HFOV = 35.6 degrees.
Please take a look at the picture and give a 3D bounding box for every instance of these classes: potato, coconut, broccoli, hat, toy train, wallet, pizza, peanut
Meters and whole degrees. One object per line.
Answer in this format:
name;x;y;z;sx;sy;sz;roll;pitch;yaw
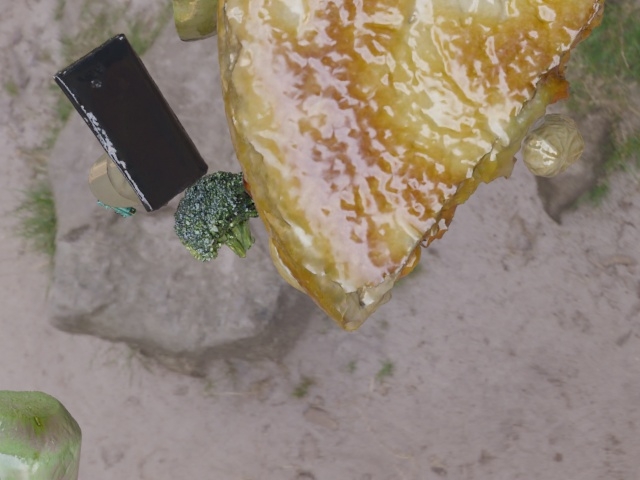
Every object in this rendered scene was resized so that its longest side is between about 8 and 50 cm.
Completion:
potato;-0.092;-0.230;0.947;0.081;0.149;0.120;7;127;1
coconut;-0.499;0.366;1.634;0.204;0.236;0.236;20;89;17
broccoli;-0.202;-0.049;2.036;0.198;0.176;0.226;-33;55;17
hat;-0.407;-0.138;1.950;0.173;0.144;0.166;-10;79;18
toy train;-0.436;-0.077;2.141;0.045;0.092;0.029;-8;60;49
wallet;-0.310;-0.194;1.678;0.146;0.285;0.030;-42;20;-27
pizza;0.052;-0.116;0.584;0.226;0.086;0.336;-2;84;2
peanut;0.367;-0.155;1.569;0.093;0.194;0.083;-26;99;29

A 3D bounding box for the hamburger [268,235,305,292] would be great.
hamburger;0.000;0.000;1.324;0.147;0.138;0.083;65;151;7
